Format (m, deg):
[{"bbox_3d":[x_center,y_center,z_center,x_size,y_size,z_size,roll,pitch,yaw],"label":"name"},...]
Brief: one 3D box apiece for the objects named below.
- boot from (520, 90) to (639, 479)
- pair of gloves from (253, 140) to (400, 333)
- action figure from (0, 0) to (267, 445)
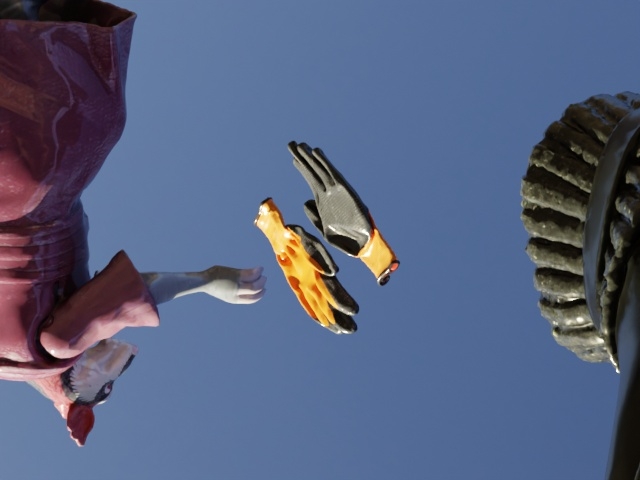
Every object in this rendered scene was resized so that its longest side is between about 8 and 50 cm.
[{"bbox_3d":[0.193,0.072,0.972,0.260,0.131,0.348,-4,-115,67],"label":"boot"},{"bbox_3d":[0.000,0.000,0.752,0.074,0.010,0.083,55,-33,17],"label":"pair of gloves"},{"bbox_3d":[-0.222,-0.009,1.294,0.248,0.276,0.370,4,-70,38],"label":"action figure"}]
